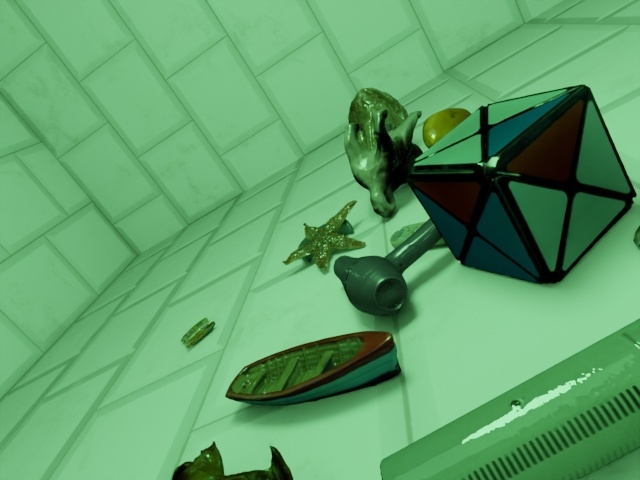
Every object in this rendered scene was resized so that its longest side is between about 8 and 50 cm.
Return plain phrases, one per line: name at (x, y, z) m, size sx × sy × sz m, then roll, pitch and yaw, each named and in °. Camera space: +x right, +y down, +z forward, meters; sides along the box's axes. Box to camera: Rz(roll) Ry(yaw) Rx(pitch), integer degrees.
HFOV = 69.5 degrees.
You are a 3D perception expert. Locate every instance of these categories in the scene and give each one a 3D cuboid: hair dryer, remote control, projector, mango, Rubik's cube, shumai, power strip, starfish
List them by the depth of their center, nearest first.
projector at (0.230, 0.210, 0.494) m, size 0.337 × 0.108 × 0.108 m, roll -32°, pitch 19°, yaw 6°
Rubik's cube at (0.350, -0.100, 0.832) m, size 0.250 × 0.248 × 0.246 m, roll -39°, pitch 21°, yaw -13°
hair dryer at (0.190, 0.009, 1.016) m, size 0.361 × 0.121 × 0.301 m, roll -39°, pitch 14°, yaw -6°
remote control at (0.259, -0.015, 1.088) m, size 0.221 × 0.042 × 0.078 m, roll -10°, pitch 29°, yaw 47°
starfish at (0.030, -0.002, 1.363) m, size 0.295 × 0.048 × 0.231 m, roll -41°, pitch 41°, yaw -11°
mango at (0.399, -0.331, 1.428) m, size 0.252 × 0.154 × 0.126 m, roll -30°, pitch -7°, yaw -46°
power strip at (0.000, 0.000, 1.463) m, size 0.216 × 0.044 × 0.137 m, roll -33°, pitch 20°, yaw 1°
shumai at (0.183, -0.386, 1.726) m, size 0.267 × 0.314 × 0.262 m, roll -2°, pitch 39°, yaw 35°

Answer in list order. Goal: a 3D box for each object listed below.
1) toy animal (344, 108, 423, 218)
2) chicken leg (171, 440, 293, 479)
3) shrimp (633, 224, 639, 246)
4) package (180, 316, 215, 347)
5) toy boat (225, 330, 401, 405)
toy animal at (0.223, -0.234, 1.430) m, size 0.194 × 0.303 × 0.344 m, roll -10°, pitch 6°, yaw 40°
chicken leg at (-0.125, 0.369, 0.636) m, size 0.211 × 0.140 × 0.361 m, roll -45°, pitch 24°, yaw -7°
shrimp at (0.546, -0.048, 0.708) m, size 0.190 × 0.042 × 0.101 m, roll -46°, pitch 15°, yaw -29°
package at (-0.379, 0.281, 1.422) m, size 0.108 × 0.031 × 0.120 m, roll -41°, pitch 15°, yaw -21°
toy boat at (-0.019, 0.244, 0.856) m, size 0.392 × 0.079 × 0.136 m, roll -22°, pitch 20°, yaw 33°
